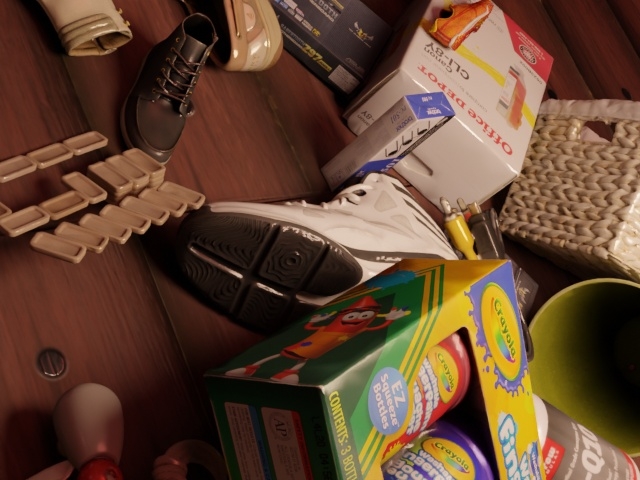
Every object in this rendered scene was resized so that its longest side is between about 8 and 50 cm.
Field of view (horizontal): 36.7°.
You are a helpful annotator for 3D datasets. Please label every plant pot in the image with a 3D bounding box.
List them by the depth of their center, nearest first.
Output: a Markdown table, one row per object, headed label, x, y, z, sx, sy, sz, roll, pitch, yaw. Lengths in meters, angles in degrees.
| label | x | y | z | sx | sy | sz | roll | pitch | yaw |
| --- | --- | --- | --- | --- | --- | --- | --- | --- | --- |
| plant pot | 0.510 | 0.196 | 1.589 | 0.293 | 0.274 | 0.275 | 1 | 61 | -59 |

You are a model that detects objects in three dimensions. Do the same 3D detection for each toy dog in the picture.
| label | x | y | z | sx | sy | sz | roll | pitch | yaw |
| --- | --- | --- | --- | --- | --- | --- | --- | --- | --- |
| toy dog | -0.234 | 0.318 | 0.936 | 0.220 | 0.161 | 0.334 | 34 | 30 | -15 |

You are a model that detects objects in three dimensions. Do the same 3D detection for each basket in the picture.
| label | x | y | z | sx | sy | sz | roll | pitch | yaw |
| --- | --- | --- | --- | --- | --- | --- | --- | --- | --- |
| basket | 0.541 | -0.055 | 1.660 | 0.331 | 0.328 | 0.266 | 26 | 87 | -29 |

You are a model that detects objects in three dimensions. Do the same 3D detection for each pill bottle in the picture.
| label | x | y | z | sx | sy | sz | roll | pitch | yaw |
| --- | --- | --- | --- | --- | --- | --- | --- | --- | --- |
| pill bottle | 0.301 | 0.311 | 1.367 | 0.283 | 0.161 | 0.161 | 33 | 45 | -20 |

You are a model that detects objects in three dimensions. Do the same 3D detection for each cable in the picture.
| label | x | y | z | sx | sy | sz | roll | pitch | yaw |
| --- | --- | --- | --- | --- | --- | --- | --- | --- | --- |
| cable | 0.267 | 0.057 | 1.527 | 0.139 | 0.072 | 0.287 | -10 | 82 | -63 |

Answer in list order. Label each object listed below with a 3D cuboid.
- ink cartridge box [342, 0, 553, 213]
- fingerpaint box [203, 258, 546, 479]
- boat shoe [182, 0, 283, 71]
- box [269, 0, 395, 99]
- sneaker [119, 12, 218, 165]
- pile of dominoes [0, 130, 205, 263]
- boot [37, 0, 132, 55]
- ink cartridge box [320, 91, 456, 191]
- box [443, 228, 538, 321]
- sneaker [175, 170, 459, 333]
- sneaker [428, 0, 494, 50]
| label | x | y | z | sx | sy | sz | roll | pitch | yaw |
| --- | --- | --- | --- | --- | --- | --- | --- | --- | --- |
| ink cartridge box | 0.239 | -0.269 | 1.708 | 0.279 | 0.160 | 0.385 | 40 | 44 | -13 |
| fingerpaint box | 0.098 | 0.284 | 1.072 | 0.371 | 0.163 | 0.445 | -25 | 109 | -48 |
| boat shoe | -0.173 | -0.415 | 1.476 | 0.110 | 0.121 | 0.341 | -17 | 76 | -47 |
| box | 0.003 | -0.373 | 1.642 | 0.232 | 0.059 | 0.183 | 39 | 43 | -10 |
| sneaker | -0.205 | -0.211 | 1.310 | 0.083 | 0.118 | 0.222 | 23 | 49 | -28 |
| pile of dominoes | -0.287 | -0.045 | 1.159 | 0.196 | 0.040 | 0.251 | 33 | 38 | 22 |
| boot | -0.307 | -0.347 | 1.345 | 0.213 | 0.077 | 0.165 | -31 | 85 | -43 |
| ink cartridge box | 0.101 | -0.148 | 1.469 | 0.097 | 0.207 | 0.046 | -14 | 72 | -45 |
| box | 0.248 | 0.093 | 1.547 | 0.183 | 0.056 | 0.231 | 43 | 43 | -11 |
| sneaker | 0.000 | 0.001 | 1.360 | 0.447 | 0.169 | 0.257 | 16 | 32 | -24 |
| sneaker | 0.241 | -0.379 | 1.623 | 0.067 | 0.064 | 0.175 | 41 | 40 | 7 |
